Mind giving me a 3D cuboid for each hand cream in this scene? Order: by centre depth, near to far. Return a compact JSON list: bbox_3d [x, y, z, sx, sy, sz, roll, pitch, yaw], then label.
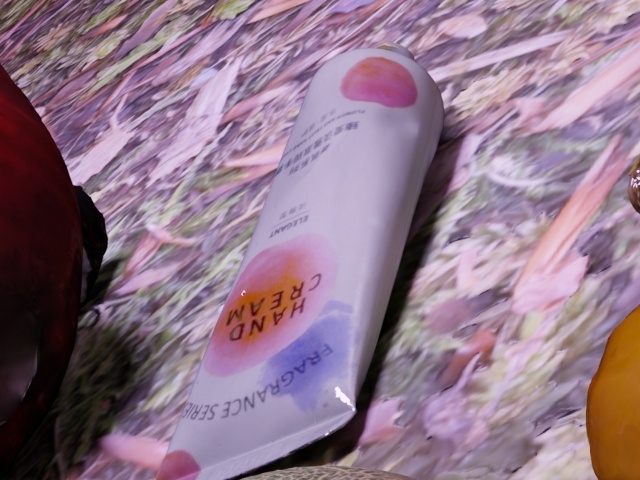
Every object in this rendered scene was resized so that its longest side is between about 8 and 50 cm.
[{"bbox_3d":[0.000,0.000,1.035,0.124,0.078,0.341,-25,27,32],"label":"hand cream"}]

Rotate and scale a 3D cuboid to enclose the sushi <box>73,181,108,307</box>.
[{"bbox_3d":[-0.212,0.022,1.331,0.150,0.090,0.078,-30,23,16],"label":"sushi"}]

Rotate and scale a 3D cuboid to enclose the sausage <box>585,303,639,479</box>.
[{"bbox_3d":[0.204,0.039,0.495,0.328,0.112,0.112,-11,32,53],"label":"sausage"}]

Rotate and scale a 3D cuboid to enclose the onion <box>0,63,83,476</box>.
[{"bbox_3d":[-0.286,0.033,1.123,0.341,0.341,0.341,-33,19,13],"label":"onion"}]

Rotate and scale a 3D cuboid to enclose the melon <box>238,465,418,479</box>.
[{"bbox_3d":[-0.003,0.136,0.591,0.192,0.139,0.139,-25,22,41],"label":"melon"}]

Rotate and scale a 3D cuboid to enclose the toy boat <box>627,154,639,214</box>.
[{"bbox_3d":[0.185,-0.040,0.814,0.149,0.047,0.049,-17,41,53],"label":"toy boat"}]
